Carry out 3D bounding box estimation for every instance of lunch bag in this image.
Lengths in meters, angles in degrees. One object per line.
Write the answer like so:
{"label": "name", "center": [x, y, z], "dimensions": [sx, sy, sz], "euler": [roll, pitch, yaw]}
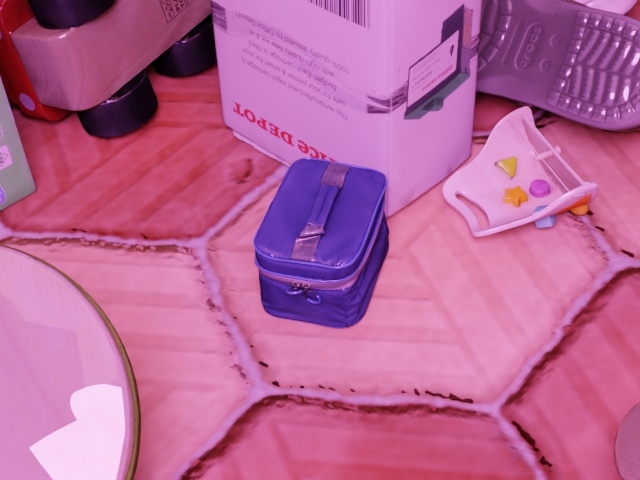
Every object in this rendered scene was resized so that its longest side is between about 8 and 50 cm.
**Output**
{"label": "lunch bag", "center": [0.000, 0.000, 0.702], "dimensions": [0.067, 0.065, 0.098], "euler": [8, 46, 14]}

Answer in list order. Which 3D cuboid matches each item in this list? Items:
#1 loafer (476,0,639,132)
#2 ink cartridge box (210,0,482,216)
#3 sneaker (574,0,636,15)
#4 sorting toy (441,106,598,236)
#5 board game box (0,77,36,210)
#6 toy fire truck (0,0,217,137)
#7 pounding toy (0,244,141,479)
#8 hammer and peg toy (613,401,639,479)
{"label": "loafer", "center": [0.145, -0.128, 0.816], "dimensions": [0.087, 0.094, 0.251], "euler": [15, 17, -46]}
{"label": "ink cartridge box", "center": [0.013, -0.146, 0.742], "dimensions": [0.160, 0.219, 0.093], "euler": [33, 53, 32]}
{"label": "sneaker", "center": [0.172, -0.261, 0.900], "dimensions": [0.090, 0.115, 0.232], "euler": [-26, 42, 13]}
{"label": "sorting toy", "center": [0.118, -0.032, 0.742], "dimensions": [0.075, 0.045, 0.083], "euler": [-24, 47, -7]}
{"label": "board game box", "center": [-0.281, -0.189, 0.745], "dimensions": [0.046, 0.317, 0.213], "euler": [-31, 50, -25]}
{"label": "toy fire truck", "center": [-0.195, -0.209, 0.891], "dimensions": [0.246, 0.158, 0.217], "euler": [14, 47, 35]}
{"label": "pounding toy", "center": [-0.179, 0.124, 0.591], "dimensions": [0.183, 0.110, 0.236], "euler": [21, 79, 11]}
{"label": "hammer and peg toy", "center": [0.313, 0.123, 0.468], "dimensions": [0.361, 0.127, 0.266], "euler": [-24, 44, 30]}
